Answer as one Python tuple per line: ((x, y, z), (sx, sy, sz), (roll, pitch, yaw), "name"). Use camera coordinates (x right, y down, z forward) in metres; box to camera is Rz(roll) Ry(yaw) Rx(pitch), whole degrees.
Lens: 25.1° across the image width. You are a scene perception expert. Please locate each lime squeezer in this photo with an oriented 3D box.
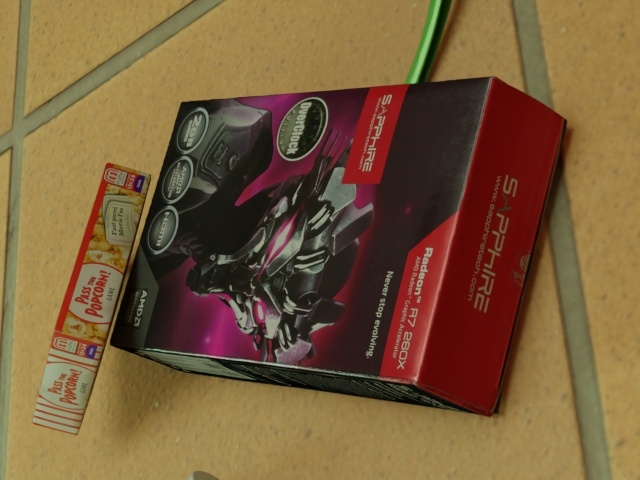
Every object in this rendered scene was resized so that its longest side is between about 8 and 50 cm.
((0.150, -0.252, 1.141), (0.310, 0.059, 0.110), (-43, 45, 21), "lime squeezer")

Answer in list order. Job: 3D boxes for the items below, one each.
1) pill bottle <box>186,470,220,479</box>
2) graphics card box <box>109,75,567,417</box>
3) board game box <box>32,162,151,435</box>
((-0.116, 0.243, 1.154), (0.116, 0.065, 0.065), (-54, 42, 11), "pill bottle")
((0.000, 0.000, 1.138), (0.371, 0.094, 0.233), (2, 73, 48), "graphics card box")
((-0.201, 0.051, 1.270), (0.147, 0.045, 0.193), (114, 169, -47), "board game box")
